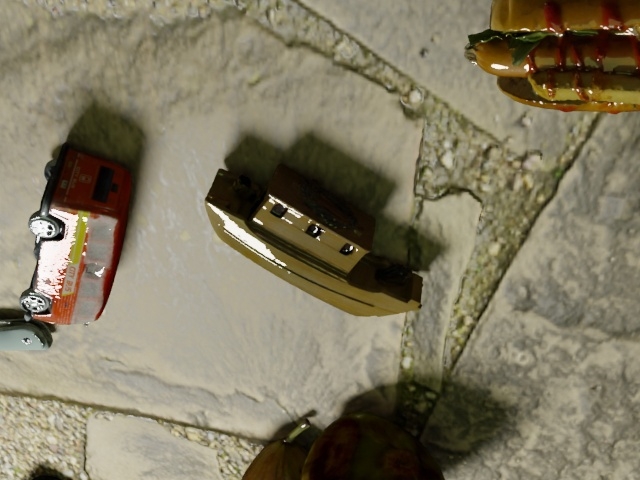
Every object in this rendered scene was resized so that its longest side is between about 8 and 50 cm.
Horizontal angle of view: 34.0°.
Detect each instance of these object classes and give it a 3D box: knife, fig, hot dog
[{"bbox_3d":[-0.347,0.092,1.051,0.162,0.023,0.044,-2,128,17],"label":"knife"},{"bbox_3d":[0.053,0.255,1.019,0.154,0.144,0.165,26,151,21],"label":"fig"},{"bbox_3d":[-0.039,0.234,1.074,0.089,0.089,0.125,8,109,8],"label":"fig"},{"bbox_3d":[0.216,-0.126,0.666,0.250,0.076,0.104,-2,132,14],"label":"hot dog"}]

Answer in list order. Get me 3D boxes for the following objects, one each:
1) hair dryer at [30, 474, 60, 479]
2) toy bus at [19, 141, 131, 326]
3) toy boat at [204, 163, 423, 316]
[{"bbox_3d":[-0.279,0.351,1.261,0.198,0.057,0.100,25,135,-16],"label":"hair dryer"},{"bbox_3d":[-0.210,0.005,0.901,0.077,0.079,0.174,12,135,-10],"label":"toy bus"},{"bbox_3d":[0.000,0.000,0.853,0.201,0.057,0.077,31,126,-14],"label":"toy boat"}]
